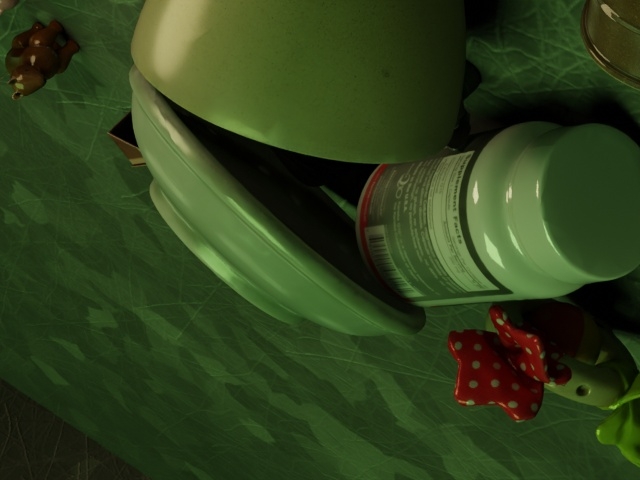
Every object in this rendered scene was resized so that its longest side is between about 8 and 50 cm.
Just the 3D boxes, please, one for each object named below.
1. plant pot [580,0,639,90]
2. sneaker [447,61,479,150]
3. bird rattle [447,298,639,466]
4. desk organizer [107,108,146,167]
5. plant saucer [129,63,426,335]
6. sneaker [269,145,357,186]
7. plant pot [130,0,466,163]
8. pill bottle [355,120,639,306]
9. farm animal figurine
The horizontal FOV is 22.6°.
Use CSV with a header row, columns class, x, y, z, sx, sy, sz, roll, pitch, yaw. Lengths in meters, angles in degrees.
class,x,y,z,sx,sy,sz,roll,pitch,yaw
plant pot,0.258,-0.207,1.061,0.167,0.167,0.165,26,144,29
sneaker,0.080,-0.139,1.500,0.170,0.089,0.051,21,149,36
bird rattle,0.235,0.121,1.588,0.253,0.143,0.207,11,-158,-14
desk organizer,-0.175,-0.144,1.809,0.050,0.130,0.047,52,154,-21
plant saucer,-0.066,-0.020,1.653,0.400,0.100,0.400,41,-171,-8
sneaker,-0.040,-0.151,1.663,0.227,0.087,0.130,44,154,-16
plant pot,0.001,-0.213,1.325,0.284,0.284,0.191,29,118,23
pill bottle,0.170,-0.024,1.483,0.161,0.161,0.283,48,154,-18
farm animal figurine,-0.452,-0.295,1.895,0.327,0.172,0.330,26,152,29
